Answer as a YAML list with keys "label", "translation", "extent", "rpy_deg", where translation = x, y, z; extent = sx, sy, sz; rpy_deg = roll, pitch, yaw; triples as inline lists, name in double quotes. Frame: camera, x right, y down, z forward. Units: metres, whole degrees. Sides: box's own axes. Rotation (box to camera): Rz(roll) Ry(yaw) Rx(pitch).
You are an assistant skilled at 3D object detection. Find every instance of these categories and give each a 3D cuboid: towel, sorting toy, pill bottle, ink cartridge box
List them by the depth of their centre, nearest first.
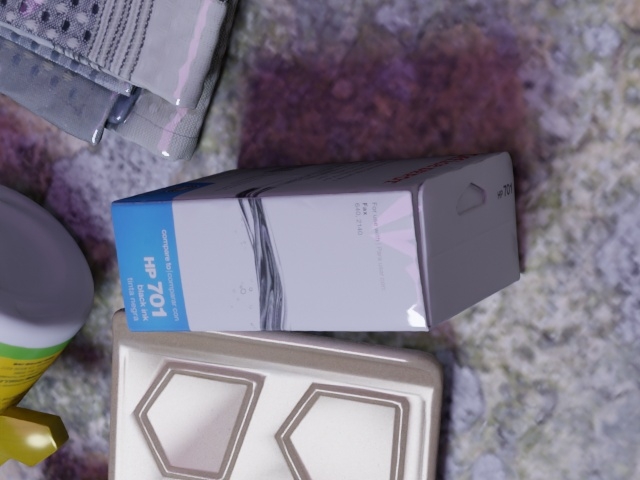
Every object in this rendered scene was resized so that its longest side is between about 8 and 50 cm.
- label: "ink cartridge box"
  translation: [0.000, 0.000, 0.926]
  extent: [0.190, 0.139, 0.082]
  rpy_deg: [0, 100, 29]
- label: "towel"
  translation: [-0.169, -0.239, 1.015]
  extent: [0.312, 0.056, 0.324]
  rpy_deg: [26, 113, 21]
- label: "sorting toy"
  translation: [-0.077, 0.151, 1.036]
  extent: [0.307, 0.041, 0.229]
  rpy_deg: [8, 109, 15]
- label: "pill bottle"
  translation: [-0.271, 0.085, 1.096]
  extent: [0.136, 0.136, 0.246]
  rpy_deg: [48, 119, 11]
